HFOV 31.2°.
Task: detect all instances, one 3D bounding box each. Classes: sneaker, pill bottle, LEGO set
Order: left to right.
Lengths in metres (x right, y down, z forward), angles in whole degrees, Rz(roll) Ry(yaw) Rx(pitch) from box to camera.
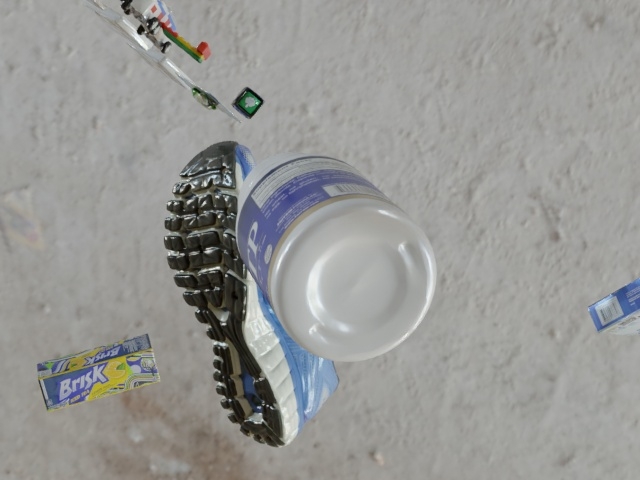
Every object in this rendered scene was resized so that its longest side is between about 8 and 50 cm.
[{"bbox_3d":[-0.142,-0.192,1.062,0.244,0.060,0.182,35,175,46],"label":"LEGO set"},{"bbox_3d":[-0.059,0.047,1.218,0.129,0.147,0.330,7,119,43],"label":"sneaker"},{"bbox_3d":[0.000,0.000,0.814,0.112,0.187,0.112,-5,109,-14],"label":"pill bottle"}]

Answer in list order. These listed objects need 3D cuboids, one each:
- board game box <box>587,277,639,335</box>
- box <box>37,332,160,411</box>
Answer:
[{"bbox_3d":[0.215,0.029,0.658,0.090,0.020,0.090,10,144,-45],"label":"board game box"},{"bbox_3d":[-0.324,0.192,1.669,0.168,0.054,0.059,-14,113,-9],"label":"box"}]
